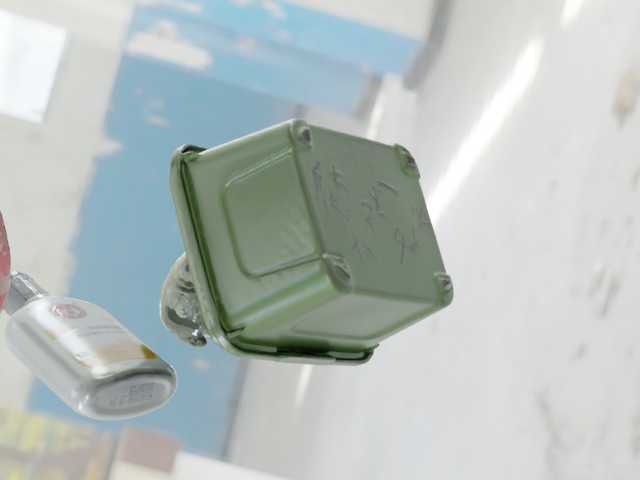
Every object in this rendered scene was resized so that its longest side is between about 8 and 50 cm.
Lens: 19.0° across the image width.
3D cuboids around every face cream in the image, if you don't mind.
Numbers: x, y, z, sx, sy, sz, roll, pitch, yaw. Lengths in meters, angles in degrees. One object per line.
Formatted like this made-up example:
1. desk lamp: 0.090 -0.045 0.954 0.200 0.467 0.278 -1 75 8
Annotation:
1. face cream: -0.293 0.118 2.248 0.291 0.144 0.071 35 122 47

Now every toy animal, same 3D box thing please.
1. toy animal: -0.134 0.014 2.290 0.138 0.108 0.236 10 105 45

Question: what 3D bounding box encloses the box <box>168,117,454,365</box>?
1. box: 0.000 0.000 2.149 0.178 0.329 0.252 -23 74 30

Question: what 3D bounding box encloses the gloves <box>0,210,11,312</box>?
1. gloves: -0.317 0.078 1.564 0.241 0.126 0.145 -47 7 14
